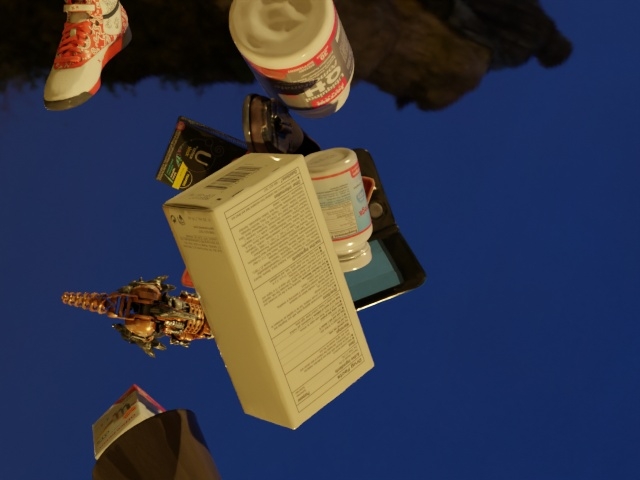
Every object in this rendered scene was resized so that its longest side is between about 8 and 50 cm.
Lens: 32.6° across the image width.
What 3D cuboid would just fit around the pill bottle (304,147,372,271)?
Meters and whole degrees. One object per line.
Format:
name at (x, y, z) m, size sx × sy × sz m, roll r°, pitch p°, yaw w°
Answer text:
pill bottle at (0.024, -0.041, 1.523) m, size 0.087 × 0.087 × 0.160 m, roll 32°, pitch -40°, yaw 60°

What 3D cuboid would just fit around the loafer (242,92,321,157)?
loafer at (-0.063, -0.184, 1.872) m, size 0.302 × 0.095 × 0.109 m, roll 45°, pitch 44°, yaw -78°

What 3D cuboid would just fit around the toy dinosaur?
toy dinosaur at (-0.337, 0.133, 2.175) m, size 0.164 × 0.322 × 0.218 m, roll -60°, pitch -171°, yaw -11°

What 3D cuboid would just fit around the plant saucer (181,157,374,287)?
plant saucer at (-0.064, -0.004, 1.786) m, size 0.258 × 0.048 × 0.259 m, roll 10°, pitch -119°, yaw 18°

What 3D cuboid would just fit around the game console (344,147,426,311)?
game console at (0.000, 0.000, 1.898) m, size 0.173 × 0.293 × 0.250 m, roll -148°, pitch -143°, yaw -81°

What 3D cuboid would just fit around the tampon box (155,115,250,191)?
tampon box at (-0.210, -0.143, 2.029) m, size 0.101 × 0.161 × 0.120 m, roll -115°, pitch -133°, yaw -75°

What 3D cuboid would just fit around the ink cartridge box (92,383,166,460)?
ink cartridge box at (-0.365, 0.396, 2.183) m, size 0.128 × 0.127 × 0.176 m, roll -44°, pitch -162°, yaw -2°

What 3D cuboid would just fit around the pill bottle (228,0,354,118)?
pill bottle at (-0.037, -0.328, 1.914) m, size 0.318 × 0.176 × 0.176 m, roll 51°, pitch 47°, yaw -72°

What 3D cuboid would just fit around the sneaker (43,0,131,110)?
sneaker at (-0.397, -0.334, 1.778) m, size 0.270 × 0.090 × 0.145 m, roll -68°, pitch 153°, yaw -47°

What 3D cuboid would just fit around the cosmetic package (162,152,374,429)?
cosmetic package at (-0.060, 0.060, 1.380) m, size 0.113 × 0.160 × 0.309 m, roll 8°, pitch -57°, yaw 47°

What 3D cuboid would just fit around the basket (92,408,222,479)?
basket at (-0.240, 0.425, 1.826) m, size 0.227 × 0.204 × 0.154 m, roll 47°, pitch -19°, yaw 35°
